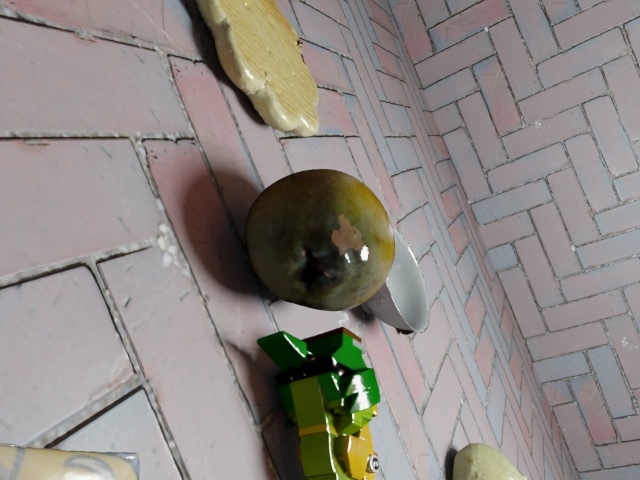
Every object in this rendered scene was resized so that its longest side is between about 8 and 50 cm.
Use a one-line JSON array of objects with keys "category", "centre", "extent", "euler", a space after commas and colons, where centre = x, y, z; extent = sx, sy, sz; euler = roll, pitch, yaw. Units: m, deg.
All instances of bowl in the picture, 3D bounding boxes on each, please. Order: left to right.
[{"category": "bowl", "centre": [0.112, 0.077, 0.918], "extent": [0.189, 0.086, 0.188], "euler": [40, 39, -44]}]

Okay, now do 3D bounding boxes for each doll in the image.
[{"category": "doll", "centre": [0.009, 0.187, 0.589], "extent": [0.134, 0.106, 0.186], "euler": [4, 67, -57]}]

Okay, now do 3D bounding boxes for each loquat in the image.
[{"category": "loquat", "centre": [0.000, 0.000, 0.651], "extent": [0.227, 0.179, 0.179], "euler": [12, 60, -66]}]

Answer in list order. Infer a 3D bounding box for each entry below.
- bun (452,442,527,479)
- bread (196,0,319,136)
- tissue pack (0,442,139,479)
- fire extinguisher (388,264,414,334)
[{"category": "bun", "centre": [0.331, 0.490, 0.987], "extent": [0.222, 0.128, 0.222], "euler": [48, 28, -37]}, {"category": "bread", "centre": [-0.091, -0.303, 0.851], "extent": [0.316, 0.054, 0.315], "euler": [47, 31, -41]}, {"category": "tissue pack", "centre": [-0.157, 0.193, 0.293], "extent": [0.109, 0.060, 0.148], "euler": [34, 41, -50]}, {"category": "fire extinguisher", "centre": [0.138, 0.093, 1.011], "extent": [0.062, 0.050, 0.177], "euler": [-35, 102, -42]}]
